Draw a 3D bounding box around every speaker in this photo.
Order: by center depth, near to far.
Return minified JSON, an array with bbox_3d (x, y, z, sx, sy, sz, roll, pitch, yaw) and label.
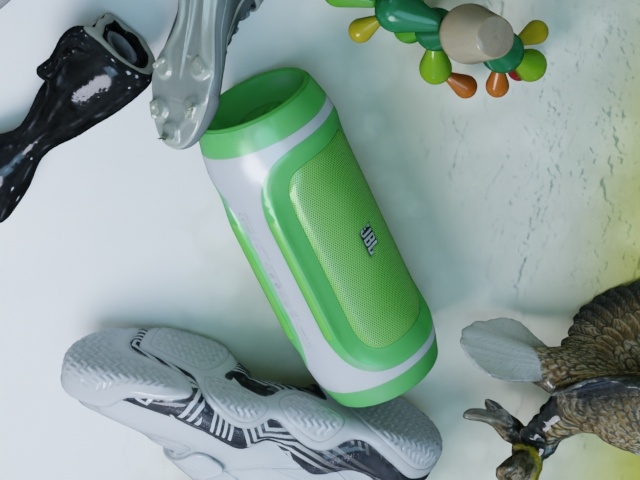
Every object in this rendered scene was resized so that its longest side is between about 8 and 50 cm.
[{"bbox_3d":[0.000,0.000,1.606,0.131,0.131,0.296,-23,115,6],"label":"speaker"}]

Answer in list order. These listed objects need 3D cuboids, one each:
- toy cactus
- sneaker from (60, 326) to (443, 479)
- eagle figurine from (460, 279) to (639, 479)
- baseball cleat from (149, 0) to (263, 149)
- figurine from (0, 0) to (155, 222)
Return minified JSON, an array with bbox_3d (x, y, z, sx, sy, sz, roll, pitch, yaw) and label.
[{"bbox_3d":[0.115,-0.182,1.513,0.219,0.180,0.112,30,88,-22],"label":"toy cactus"},{"bbox_3d":[-0.084,0.219,1.691,0.366,0.137,0.210,15,109,-15],"label":"sneaker"},{"bbox_3d":[0.297,0.138,1.656,0.298,0.226,0.225,-31,151,26],"label":"eagle figurine"},{"bbox_3d":[-0.084,-0.178,1.520,0.072,0.109,0.206,22,109,33],"label":"baseball cleat"},{"bbox_3d":[-0.288,-0.141,1.542,0.215,0.092,0.209,40,110,-19],"label":"figurine"}]
